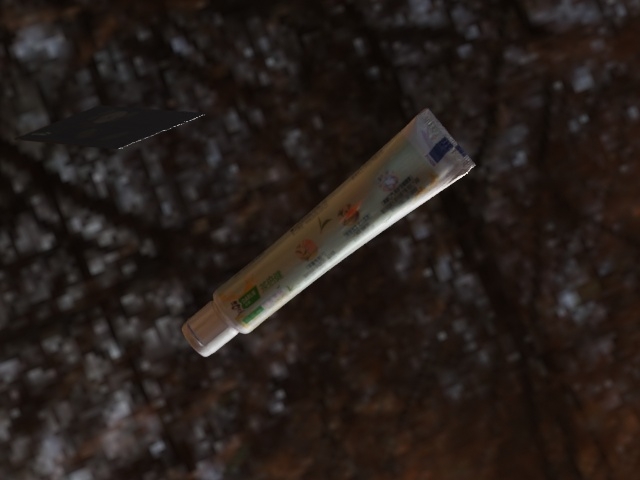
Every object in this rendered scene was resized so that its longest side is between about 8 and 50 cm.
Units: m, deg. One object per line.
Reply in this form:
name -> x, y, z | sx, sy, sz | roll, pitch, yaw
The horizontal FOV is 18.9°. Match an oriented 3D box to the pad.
pad -> -0.234, -0.126, 2.125 | 0.190, 0.127, 0.004 | 8, -64, 45

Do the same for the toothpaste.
toothpaste -> 0.000, 0.000, 1.803 | 0.056, 0.314, 0.058 | 55, 9, 20
